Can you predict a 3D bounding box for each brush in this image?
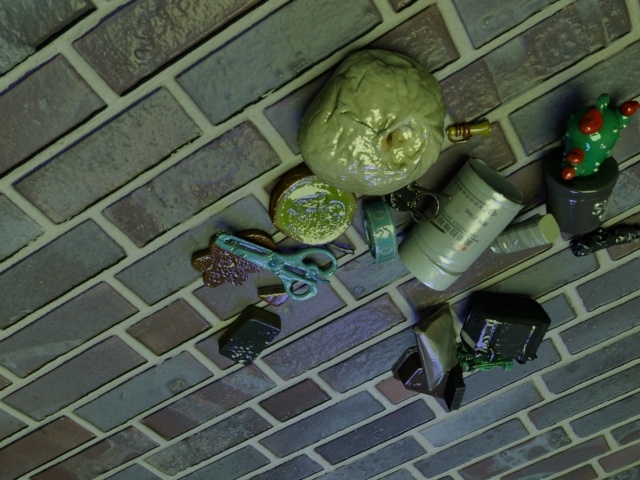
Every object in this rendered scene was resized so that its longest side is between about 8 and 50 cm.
[{"bbox_3d":[-0.218,0.296,1.935,0.123,0.059,0.197,28,118,-25],"label":"brush"}]

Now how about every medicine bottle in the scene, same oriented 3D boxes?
[{"bbox_3d":[0.370,-0.038,1.696,0.190,0.190,0.332,23,120,-25],"label":"medicine bottle"}]

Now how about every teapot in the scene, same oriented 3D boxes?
[{"bbox_3d":[0.552,-0.026,1.757,0.107,0.077,0.200,57,148,-7],"label":"teapot"}]

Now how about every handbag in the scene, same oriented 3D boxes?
[{"bbox_3d":[0.375,0.334,2.013,0.182,0.117,0.270,-35,123,-28],"label":"handbag"},{"bbox_3d":[0.573,0.276,1.984,0.255,0.181,0.181,6,119,-13],"label":"handbag"}]

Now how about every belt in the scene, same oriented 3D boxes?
[{"bbox_3d":[0.164,-0.027,1.703,0.082,0.147,0.163,-11,157,-4],"label":"belt"}]

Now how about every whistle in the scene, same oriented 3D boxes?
[{"bbox_3d":[0.376,-0.280,1.616,0.109,0.057,0.046,-7,84,7],"label":"whistle"}]

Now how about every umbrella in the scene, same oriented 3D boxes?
[{"bbox_3d":[0.865,-0.009,1.888,0.224,0.080,0.071,-14,94,-3],"label":"umbrella"}]

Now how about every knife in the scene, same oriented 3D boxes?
[{"bbox_3d":[0.002,-0.005,1.765,0.222,0.021,0.045,18,122,-17],"label":"knife"}]

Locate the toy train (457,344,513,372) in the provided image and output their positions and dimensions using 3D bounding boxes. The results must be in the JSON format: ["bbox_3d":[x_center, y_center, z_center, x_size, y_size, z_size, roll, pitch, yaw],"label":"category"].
[{"bbox_3d":[0.550,0.394,2.117,0.178,0.104,0.071,-6,132,-4],"label":"toy train"}]

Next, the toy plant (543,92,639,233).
[{"bbox_3d":[0.684,-0.206,1.622,0.280,0.185,0.400,-23,137,-9],"label":"toy plant"}]

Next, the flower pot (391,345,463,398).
[{"bbox_3d":[0.381,0.463,2.153,0.251,0.084,0.178,19,122,-23],"label":"flower pot"}]

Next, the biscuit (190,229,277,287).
[{"bbox_3d":[-0.235,0.050,1.755,0.236,0.039,0.179,-20,126,5],"label":"biscuit"}]

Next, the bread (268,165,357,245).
[{"bbox_3d":[-0.020,-0.089,1.656,0.236,0.070,0.236,-5,124,-8],"label":"bread"}]

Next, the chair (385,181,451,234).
[{"bbox_3d":[0.256,-0.100,1.638,0.104,0.221,0.095,33,92,-27],"label":"chair"}]

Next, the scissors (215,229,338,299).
[{"bbox_3d":[-0.118,0.056,1.742,0.393,0.032,0.180,25,107,-34],"label":"scissors"}]

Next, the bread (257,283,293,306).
[{"bbox_3d":[-0.130,0.165,1.859,0.109,0.043,0.062,-10,126,-4],"label":"bread"}]

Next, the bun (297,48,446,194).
[{"bbox_3d":[0.127,-0.250,1.458,0.353,0.227,0.348,-6,123,-11],"label":"bun"}]

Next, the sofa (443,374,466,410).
[{"bbox_3d":[0.449,0.510,2.109,0.039,0.060,0.118,-4,127,-14],"label":"sofa"}]
